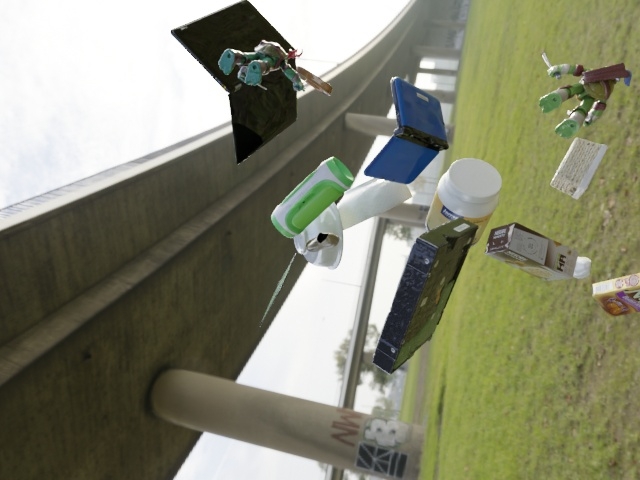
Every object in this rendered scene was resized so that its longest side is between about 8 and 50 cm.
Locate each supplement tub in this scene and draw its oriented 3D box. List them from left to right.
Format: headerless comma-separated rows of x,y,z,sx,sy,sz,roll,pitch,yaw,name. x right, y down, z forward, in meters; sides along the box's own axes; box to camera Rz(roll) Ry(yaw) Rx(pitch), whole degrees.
0.543,-0.134,1.875,0.316,0.228,0.228,94,-169,-54,supplement tub

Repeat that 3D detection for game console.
0.256,-0.327,1.525,0.293,0.173,0.250,2,-102,-52,game console

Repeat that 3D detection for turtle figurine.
-0.133,-0.429,1.212,0.234,0.175,0.118,-34,-49,-59,turtle figurine
0.735,-0.413,1.452,0.266,0.274,0.198,-38,-52,-27,turtle figurine

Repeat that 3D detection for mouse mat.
-0.118,0.137,1.354,0.190,0.007,0.153,-58,7,45,mouse mat

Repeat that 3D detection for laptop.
-0.273,-0.557,1.707,0.382,0.408,0.236,-48,5,-40,laptop

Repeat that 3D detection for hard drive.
0.243,0.124,1.148,0.236,0.064,0.339,-21,-48,-50,hard drive

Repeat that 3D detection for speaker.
-0.029,-0.141,1.654,0.296,0.131,0.131,-42,1,20,speaker

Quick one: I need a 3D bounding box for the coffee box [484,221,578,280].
0.692,0.041,1.621,0.141,0.246,0.098,149,144,-73,coffee box

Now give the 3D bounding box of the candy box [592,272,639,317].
0.890,0.150,1.392,0.109,0.186,0.053,43,-135,-22,candy box

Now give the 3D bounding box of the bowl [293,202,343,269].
-0.025,-0.022,1.956,0.298,0.134,0.298,173,90,-69,bowl

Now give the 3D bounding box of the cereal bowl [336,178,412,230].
0.199,-0.169,2.020,0.141,0.338,0.339,65,-164,-3,cereal bowl

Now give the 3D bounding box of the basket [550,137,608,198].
0.848,-0.240,1.621,0.167,0.103,0.113,-60,-18,-5,basket

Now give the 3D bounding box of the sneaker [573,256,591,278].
0.988,0.099,1.986,0.235,0.094,0.090,-173,95,-77,sneaker

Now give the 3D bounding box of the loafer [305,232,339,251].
0.000,0.000,1.683,0.050,0.148,0.056,44,-131,-30,loafer

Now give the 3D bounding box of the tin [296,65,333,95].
-0.031,-0.670,2.061,0.040,0.189,0.106,-58,27,10,tin
